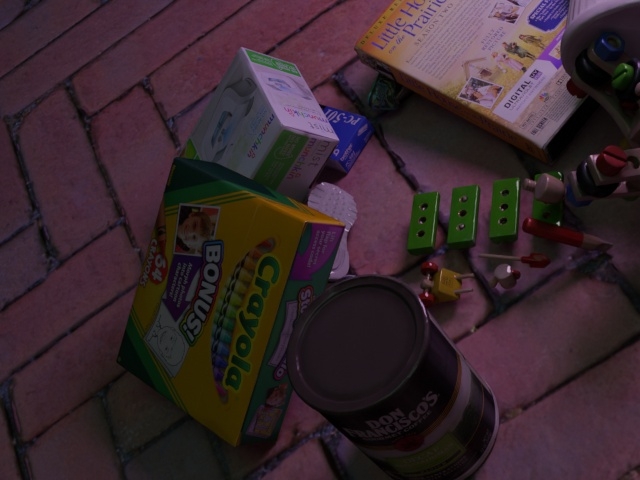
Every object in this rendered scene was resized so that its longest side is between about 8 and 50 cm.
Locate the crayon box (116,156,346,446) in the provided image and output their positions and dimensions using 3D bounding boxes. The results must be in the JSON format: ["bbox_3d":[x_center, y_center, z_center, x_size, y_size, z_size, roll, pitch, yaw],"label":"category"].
[{"bbox_3d":[-0.150,0.090,1.866,0.313,0.106,0.363,27,104,41],"label":"crayon box"}]

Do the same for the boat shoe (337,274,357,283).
[{"bbox_3d":[0.062,0.104,1.848,0.065,0.083,0.183,-37,47,4],"label":"boat shoe"}]

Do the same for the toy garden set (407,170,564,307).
[{"bbox_3d":[0.255,0.006,1.828,0.244,0.049,0.204,-8,53,25],"label":"toy garden set"}]

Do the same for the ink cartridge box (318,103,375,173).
[{"bbox_3d":[-0.011,-0.193,2.126,0.207,0.046,0.097,21,72,39],"label":"ink cartridge box"}]

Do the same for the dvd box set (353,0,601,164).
[{"bbox_3d":[0.304,-0.336,1.984,0.420,0.062,0.307,33,77,33],"label":"dvd box set"}]

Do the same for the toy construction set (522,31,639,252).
[{"bbox_3d":[0.452,-0.113,1.677,0.257,0.237,0.309,-95,25,-55],"label":"toy construction set"}]

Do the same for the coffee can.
[{"bbox_3d":[0.105,0.199,1.625,0.201,0.275,0.201,-16,52,22],"label":"coffee can"}]

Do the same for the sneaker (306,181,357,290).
[{"bbox_3d":[0.000,0.000,1.961,0.235,0.090,0.095,-78,12,-46],"label":"sneaker"}]

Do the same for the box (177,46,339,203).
[{"bbox_3d":[-0.112,-0.150,2.035,0.262,0.127,0.231,-55,40,29],"label":"box"}]

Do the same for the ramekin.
[{"bbox_3d":[0.485,-0.326,1.734,0.273,0.273,0.127,-8,65,27],"label":"ramekin"}]

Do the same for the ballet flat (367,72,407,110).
[{"bbox_3d":[0.136,-0.305,2.115,0.070,0.070,0.188,2,62,32],"label":"ballet flat"}]
